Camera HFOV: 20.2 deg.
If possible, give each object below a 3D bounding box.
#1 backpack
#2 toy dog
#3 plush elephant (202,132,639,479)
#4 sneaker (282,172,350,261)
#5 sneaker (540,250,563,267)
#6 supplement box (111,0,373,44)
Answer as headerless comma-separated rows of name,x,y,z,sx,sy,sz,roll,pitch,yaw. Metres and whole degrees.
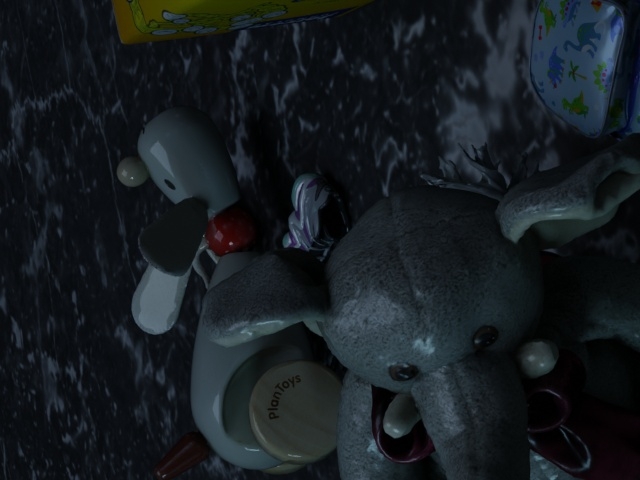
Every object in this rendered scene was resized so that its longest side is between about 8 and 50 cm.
backpack,0.170,-0.115,1.046,0.114,0.084,0.105,42,133,54
toy dog,-0.103,0.069,1.497,0.220,0.161,0.334,89,156,-55
plush elephant,0.094,0.071,0.978,0.272,0.255,0.330,-26,71,21
sneaker,0.000,0.000,1.460,0.069,0.038,0.098,38,133,53
sneaker,0.130,0.147,1.196,0.135,0.097,0.276,-121,34,-46
supplement box,-0.006,-0.267,1.204,0.356,0.194,0.195,-11,90,63
